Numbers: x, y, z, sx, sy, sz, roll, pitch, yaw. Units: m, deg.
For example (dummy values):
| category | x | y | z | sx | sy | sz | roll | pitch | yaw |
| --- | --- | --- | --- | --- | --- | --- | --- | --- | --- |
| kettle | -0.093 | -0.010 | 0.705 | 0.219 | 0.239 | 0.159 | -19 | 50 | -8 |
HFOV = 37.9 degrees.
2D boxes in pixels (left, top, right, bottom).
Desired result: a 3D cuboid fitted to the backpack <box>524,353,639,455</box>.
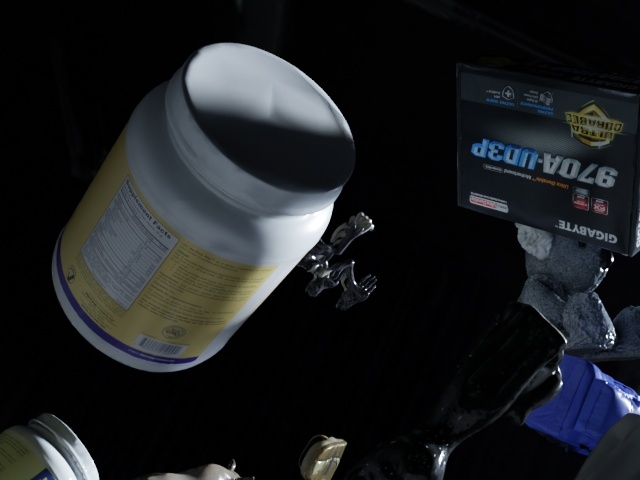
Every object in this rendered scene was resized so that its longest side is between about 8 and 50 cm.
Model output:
| category | x | y | z | sx | sy | sz | roll | pitch | yaw |
| --- | --- | --- | --- | --- | --- | --- | --- | --- | --- |
| backpack | 0.297 | 0.192 | 1.021 | 0.120 | 0.098 | 0.101 | 33 | -6 | -35 |

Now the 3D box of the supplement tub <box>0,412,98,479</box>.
| category | x | y | z | sx | sy | sz | roll | pitch | yaw |
| --- | --- | --- | --- | --- | --- | --- | --- | --- | --- |
| supplement tub | -0.649 | 0.532 | 1.928 | 0.235 | 0.325 | 0.235 | 29 | -42 | 30 |

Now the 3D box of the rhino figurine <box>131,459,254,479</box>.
| category | x | y | z | sx | sy | sz | roll | pitch | yaw |
| --- | --- | --- | --- | --- | --- | --- | --- | --- | --- |
| rhino figurine | -0.178 | 0.364 | 1.306 | 0.243 | 0.106 | 0.073 | 1 | 15 | -45 |

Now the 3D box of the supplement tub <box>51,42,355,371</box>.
| category | x | y | z | sx | sy | sz | roll | pitch | yaw |
| --- | --- | --- | --- | --- | --- | --- | --- | --- | --- |
| supplement tub | -0.135 | -0.031 | 1.041 | 0.241 | 0.241 | 0.331 | 35 | -51 | -9 |

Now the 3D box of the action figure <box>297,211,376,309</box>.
| category | x | y | z | sx | sy | sz | roll | pitch | yaw |
| --- | --- | --- | --- | --- | --- | --- | --- | --- | --- |
| action figure | 0.000 | 0.000 | 1.631 | 0.164 | 0.141 | 0.276 | 22 | -23 | 34 |

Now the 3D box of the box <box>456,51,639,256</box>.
| category | x | y | z | sx | sy | sz | roll | pitch | yaw |
| --- | --- | --- | --- | --- | --- | --- | --- | --- | --- |
| box | 0.247 | -0.097 | 0.992 | 0.220 | 0.051 | 0.175 | 21 | -54 | 40 |

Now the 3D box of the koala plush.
| category | x | y | z | sx | sy | sz | roll | pitch | yaw |
| --- | --- | --- | --- | --- | --- | --- | --- | --- | --- |
| koala plush | 0.350 | 0.061 | 1.352 | 0.203 | 0.221 | 0.196 | -14 | -19 | 41 |

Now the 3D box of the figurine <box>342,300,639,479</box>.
| category | x | y | z | sx | sy | sz | roll | pitch | yaw |
| --- | --- | --- | --- | --- | --- | --- | --- | --- | --- |
| figurine | 0.159 | 0.194 | 0.751 | 0.215 | 0.209 | 0.092 | 44 | -17 | 15 |

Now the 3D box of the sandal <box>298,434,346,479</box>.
| category | x | y | z | sx | sy | sz | roll | pitch | yaw |
| --- | --- | --- | --- | --- | --- | --- | --- | --- | --- |
| sandal | -0.005 | 0.284 | 1.218 | 0.049 | 0.072 | 0.180 | 25 | -10 | 16 |
